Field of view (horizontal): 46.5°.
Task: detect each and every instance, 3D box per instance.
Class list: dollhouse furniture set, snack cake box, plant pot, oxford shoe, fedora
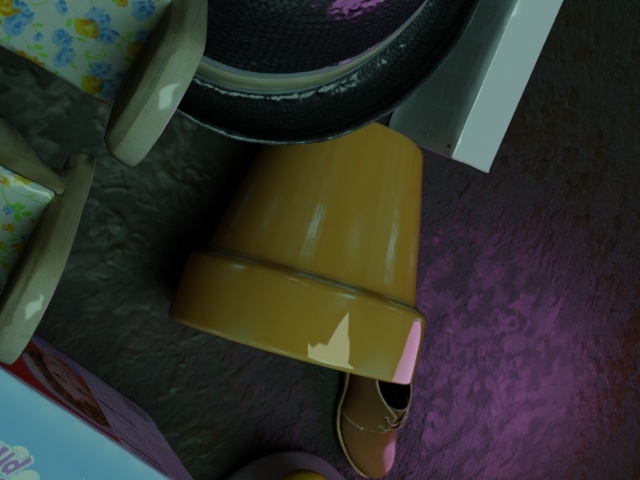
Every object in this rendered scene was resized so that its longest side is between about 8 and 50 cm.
[{"bbox_3d":[-0.198,-0.148,0.238,0.362,0.256,0.394,29,113,-22],"label":"dollhouse furniture set"},{"bbox_3d":[-0.213,0.136,0.545,0.089,0.152,0.264,-46,128,-8],"label":"snack cake box"},{"bbox_3d":[0.000,0.000,0.617,0.205,0.205,0.188,20,83,-38],"label":"plant pot"},{"bbox_3d":[0.063,0.185,0.806,0.076,0.076,0.212,-20,122,-28],"label":"oxford shoe"},{"bbox_3d":[0.003,-0.226,0.479,0.334,0.152,0.334,-1,94,-19],"label":"fedora"}]

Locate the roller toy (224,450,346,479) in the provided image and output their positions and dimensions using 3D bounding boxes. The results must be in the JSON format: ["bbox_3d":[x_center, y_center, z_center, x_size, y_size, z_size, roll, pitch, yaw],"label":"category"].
[{"bbox_3d":[-0.025,0.328,0.761,0.191,0.146,0.209,28,92,-39],"label":"roller toy"}]

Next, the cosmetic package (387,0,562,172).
[{"bbox_3d":[0.154,-0.192,0.687,0.060,0.099,0.239,16,101,-37],"label":"cosmetic package"}]
